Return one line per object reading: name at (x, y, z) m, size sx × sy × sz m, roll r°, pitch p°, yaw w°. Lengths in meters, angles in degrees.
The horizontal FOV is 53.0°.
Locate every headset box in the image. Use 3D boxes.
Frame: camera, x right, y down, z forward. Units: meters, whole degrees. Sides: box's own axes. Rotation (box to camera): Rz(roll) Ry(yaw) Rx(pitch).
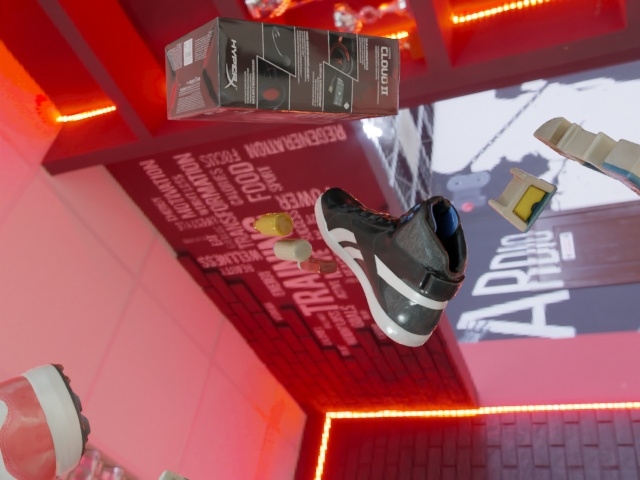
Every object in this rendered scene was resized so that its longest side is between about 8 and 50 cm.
headset box at (-0.044, -0.225, 0.903) m, size 0.293 × 0.218 × 0.110 m, roll -4°, pitch -82°, yaw -30°

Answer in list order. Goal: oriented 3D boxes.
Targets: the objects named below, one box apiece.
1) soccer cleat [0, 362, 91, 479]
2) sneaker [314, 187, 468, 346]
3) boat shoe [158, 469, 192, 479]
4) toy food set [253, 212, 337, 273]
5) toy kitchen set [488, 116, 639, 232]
soccer cleat at (-0.294, 0.228, 0.578) m, size 0.116 × 0.318 × 0.108 m, roll -15°, pitch -124°, yaw -40°
sneaker at (0.077, -0.013, 0.642) m, size 0.079 × 0.121 × 0.217 m, roll 8°, pitch -144°, yaw -36°
boat shoe at (-0.214, 0.403, 0.759) m, size 0.094 × 0.109 × 0.302 m, roll 32°, pitch -156°, yaw -2°
toy food set at (0.000, 0.000, 1.154) m, size 0.232 × 0.104 × 0.111 m, roll -3°, pitch -87°, yaw -29°
toy kitchen set at (0.364, -0.056, 0.885) m, size 0.122 × 0.166 × 0.207 m, roll 27°, pitch -167°, yaw -25°
